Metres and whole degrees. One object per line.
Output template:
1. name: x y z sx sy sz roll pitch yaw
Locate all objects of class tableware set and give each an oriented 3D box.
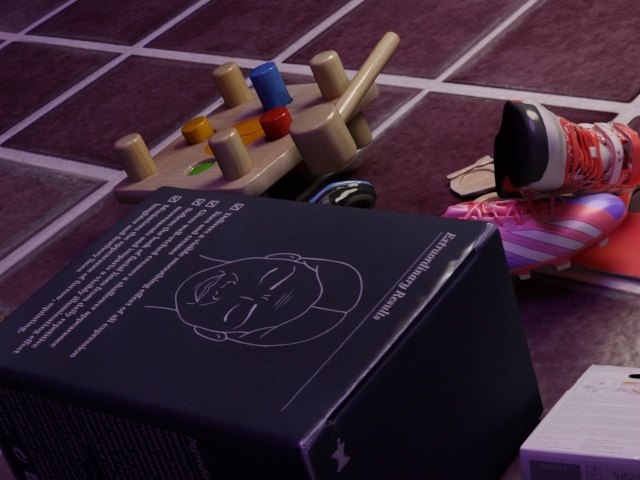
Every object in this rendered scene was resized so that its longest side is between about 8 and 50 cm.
1. tableware set: 0.221 -0.063 1.617 0.141 0.020 0.169 -17 30 2

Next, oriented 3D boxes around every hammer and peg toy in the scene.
1. hammer and peg toy: -0.050 -0.120 1.708 0.361 0.127 0.266 1 34 46

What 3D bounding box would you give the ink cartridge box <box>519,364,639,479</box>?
1. ink cartridge box: 0.267 0.161 1.226 0.145 0.045 0.179 1 17 31

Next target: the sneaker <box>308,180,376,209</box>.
1. sneaker: 0.000 0.000 1.606 0.078 0.067 0.188 32 52 27

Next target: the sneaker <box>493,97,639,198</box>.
1. sneaker: 0.256 -0.092 1.452 0.145 0.090 0.270 -4 -5 2

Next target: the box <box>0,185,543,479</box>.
1. box: -0.057 0.127 1.267 0.395 0.212 0.293 8 39 38

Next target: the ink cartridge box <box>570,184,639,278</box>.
1. ink cartridge box: 0.410 -0.059 1.463 0.261 0.066 0.296 13 43 41

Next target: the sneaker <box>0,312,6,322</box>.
1. sneaker: -0.317 0.132 1.565 0.071 0.066 0.188 -11 32 -21

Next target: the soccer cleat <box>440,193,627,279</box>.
1. soccer cleat: 0.179 -0.008 1.443 0.248 0.095 0.083 -20 14 15
